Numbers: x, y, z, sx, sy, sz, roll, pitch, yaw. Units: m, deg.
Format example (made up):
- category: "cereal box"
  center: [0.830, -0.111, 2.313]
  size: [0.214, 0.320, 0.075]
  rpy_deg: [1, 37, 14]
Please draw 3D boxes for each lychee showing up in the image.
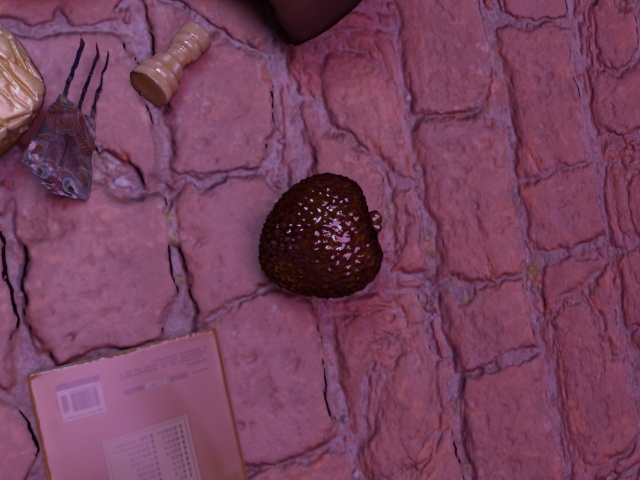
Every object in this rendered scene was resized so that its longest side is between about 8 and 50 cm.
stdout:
- category: "lychee"
  center: [0.004, -0.005, 1.019]
  size: [0.194, 0.194, 0.195]
  rpy_deg: [2, 86, -27]

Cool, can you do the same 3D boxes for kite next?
- category: "kite"
  center: [-0.326, -0.171, 0.916]
  size: [0.127, 0.016, 0.229]
  rpy_deg: [41, 55, -67]

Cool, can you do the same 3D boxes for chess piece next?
- category: "chess piece"
  center: [-0.211, -0.258, 0.990]
  size: [0.066, 0.066, 0.122]
  rpy_deg: [41, 65, -19]

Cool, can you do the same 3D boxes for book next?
- category: "book"
  center: [-0.230, 0.338, 0.960]
  size: [0.268, 0.032, 0.389]
  rpy_deg: [-11, 92, -26]

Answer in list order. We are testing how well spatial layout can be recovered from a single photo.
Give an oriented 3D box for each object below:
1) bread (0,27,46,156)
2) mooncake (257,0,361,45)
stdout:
- category: "bread"
  center: [-0.447, -0.149, 0.836]
  size: [0.236, 0.106, 0.140]
  rpy_deg: [-44, 105, -22]
- category: "mooncake"
  center: [-0.051, -0.455, 0.986]
  size: [0.325, 0.174, 0.334]
  rpy_deg: [4, 121, -5]
